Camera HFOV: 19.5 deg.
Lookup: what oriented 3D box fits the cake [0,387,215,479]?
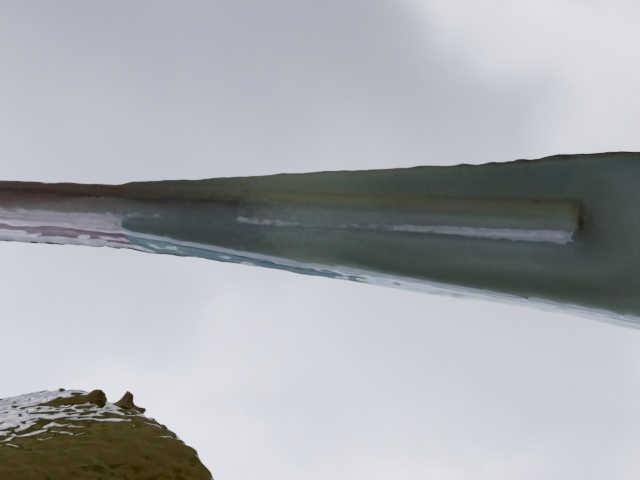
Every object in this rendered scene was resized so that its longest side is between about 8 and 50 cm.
[{"bbox_3d":[-0.134,0.160,0.782,0.156,0.179,0.260,-12,-176,-38],"label":"cake"}]

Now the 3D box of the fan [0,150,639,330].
[{"bbox_3d":[0.000,0.000,0.498,0.282,0.057,0.023,1,172,13],"label":"fan"}]
